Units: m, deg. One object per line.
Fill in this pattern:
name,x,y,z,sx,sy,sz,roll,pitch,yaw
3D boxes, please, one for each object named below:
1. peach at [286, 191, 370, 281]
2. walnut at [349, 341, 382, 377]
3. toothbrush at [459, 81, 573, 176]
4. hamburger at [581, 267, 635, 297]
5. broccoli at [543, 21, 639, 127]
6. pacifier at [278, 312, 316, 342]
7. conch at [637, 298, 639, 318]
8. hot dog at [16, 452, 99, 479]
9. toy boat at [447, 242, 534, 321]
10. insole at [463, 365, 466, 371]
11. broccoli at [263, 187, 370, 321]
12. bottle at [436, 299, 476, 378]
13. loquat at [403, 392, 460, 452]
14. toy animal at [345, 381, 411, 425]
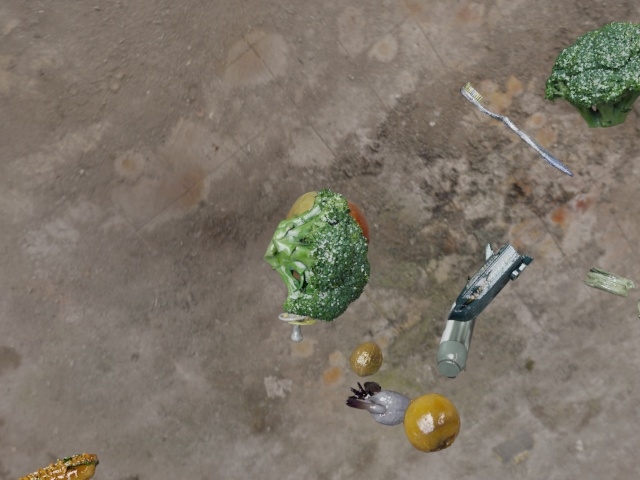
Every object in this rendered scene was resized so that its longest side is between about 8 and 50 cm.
peach,0.000,0.000,1.480,0.214,0.214,0.235,26,91,-19
walnut,0.149,0.383,1.950,0.105,0.105,0.124,44,65,-23
toothbrush,0.560,-0.317,1.728,0.413,0.035,0.042,45,112,16
hamburger,0.868,0.126,1.814,0.140,0.133,0.062,18,95,-27
broccoli,0.673,-0.381,1.393,0.269,0.261,0.241,-28,120,-28
pacifier,-0.049,0.169,1.181,0.068,0.083,0.064,-1,95,-32
conch,0.361,0.016,0.411,0.137,0.234,0.114,-4,101,-54
hot dog,-0.545,0.481,1.217,0.188,0.072,0.055,-19,114,-23
toy boat,0.391,0.103,1.455,0.246,0.103,0.093,-49,154,7
insole,0.410,0.314,1.802,0.010,0.063,0.192,-13,112,21
broccoli,0.001,0.023,0.885,0.156,0.195,0.195,25,109,-1
bottle,0.374,0.267,1.641,0.080,0.253,0.096,0,123,25
loquat,0.264,0.439,1.446,0.141,0.141,0.141,-3,115,-7
toy animal,0.165,0.437,1.581,0.195,0.324,0.090,10,85,6
